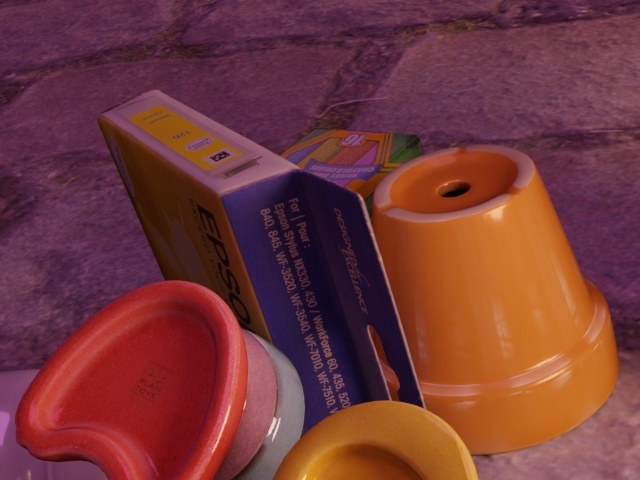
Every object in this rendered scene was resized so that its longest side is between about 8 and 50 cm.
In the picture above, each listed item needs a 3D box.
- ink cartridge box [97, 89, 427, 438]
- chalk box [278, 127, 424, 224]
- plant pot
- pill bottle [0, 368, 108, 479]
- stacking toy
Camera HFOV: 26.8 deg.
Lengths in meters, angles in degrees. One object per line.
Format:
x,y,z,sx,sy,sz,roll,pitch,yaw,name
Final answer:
-0.033,0.065,0.966,0.072,0.304,0.307,-27,29,-17,ink cartridge box
0.000,0.000,1.262,0.132,0.132,0.213,7,35,36,chalk box
0.124,0.034,1.073,0.205,0.188,0.205,-11,27,6,plant pot
-0.263,0.181,1.014,0.283,0.160,0.160,-7,28,14,pill bottle
-0.062,0.192,0.787,0.309,0.130,0.279,31,78,39,stacking toy
